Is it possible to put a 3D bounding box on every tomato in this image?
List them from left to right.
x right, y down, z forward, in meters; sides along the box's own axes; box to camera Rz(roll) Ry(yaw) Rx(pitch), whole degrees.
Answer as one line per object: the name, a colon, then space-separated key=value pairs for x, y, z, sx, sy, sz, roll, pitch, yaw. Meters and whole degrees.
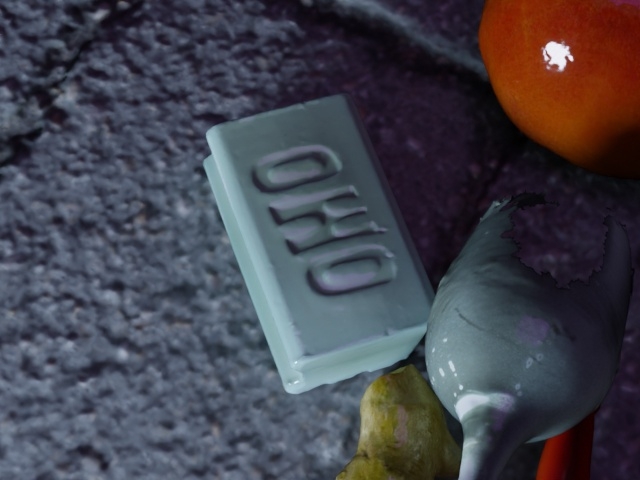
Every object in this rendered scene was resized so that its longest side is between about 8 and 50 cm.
tomato: x=0.251 y=-0.173 z=1.265 sx=0.260 sy=0.180 sz=0.260 roll=3 pitch=61 yaw=-6

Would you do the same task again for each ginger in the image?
ginger: x=0.016 y=0.212 z=1.104 sx=0.118 sy=0.065 sz=0.299 roll=28 pitch=64 yaw=-8

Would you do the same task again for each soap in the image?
soap: x=0.000 y=0.000 z=1.208 sx=0.119 sy=0.066 sz=0.198 roll=-16 pitch=67 yaw=-13

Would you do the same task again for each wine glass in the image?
wine glass: x=0.119 y=0.108 z=1.082 sx=0.143 sy=0.143 sz=0.321 roll=20 pitch=50 yaw=3

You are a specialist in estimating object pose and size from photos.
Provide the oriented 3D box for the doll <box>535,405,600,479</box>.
doll: x=0.156 y=0.276 z=1.081 sx=0.188 sy=0.099 sz=0.384 roll=30 pitch=57 yaw=9
